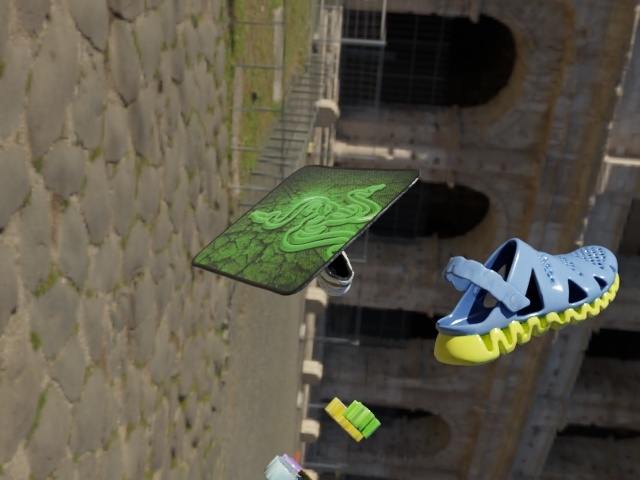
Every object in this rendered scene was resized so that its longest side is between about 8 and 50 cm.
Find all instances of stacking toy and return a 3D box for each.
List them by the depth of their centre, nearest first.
[{"bbox_3d":[-0.026,0.208,0.658,0.167,0.052,0.221,-45,169,-11],"label":"stacking toy"}]

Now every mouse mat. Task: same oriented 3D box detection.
[{"bbox_3d":[-0.020,-0.017,0.624,0.189,0.152,0.007,12,-41,56],"label":"mouse mat"}]

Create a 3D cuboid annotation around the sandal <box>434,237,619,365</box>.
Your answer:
[{"bbox_3d":[0.286,0.059,1.026,0.126,0.317,0.138,1,-72,62],"label":"sandal"}]

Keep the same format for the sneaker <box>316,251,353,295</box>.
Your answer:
[{"bbox_3d":[0.000,0.000,0.709,0.109,0.040,0.044,56,-18,5],"label":"sneaker"}]
